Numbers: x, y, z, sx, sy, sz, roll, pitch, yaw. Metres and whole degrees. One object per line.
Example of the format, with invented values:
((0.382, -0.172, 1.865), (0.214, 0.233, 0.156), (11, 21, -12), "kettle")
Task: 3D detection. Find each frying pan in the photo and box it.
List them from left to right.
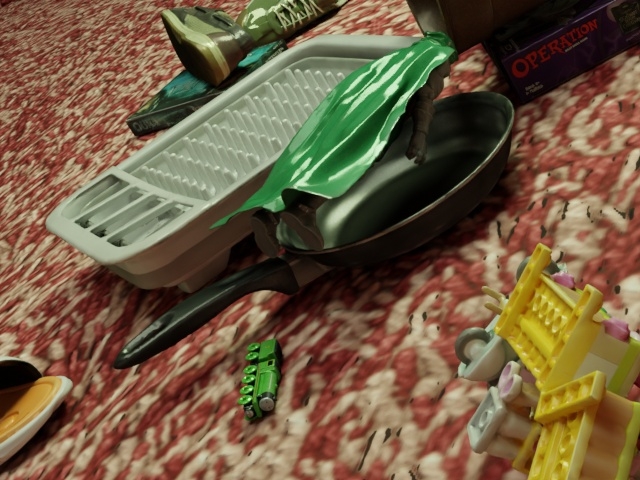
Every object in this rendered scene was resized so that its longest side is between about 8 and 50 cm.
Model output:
((0.021, -0.003, 0.919), (0.197, 0.053, 0.326), (-5, 35, 49), "frying pan")

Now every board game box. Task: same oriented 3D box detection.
((-0.137, -0.184, 1.571), (0.186, 0.026, 0.126), (-10, 29, 43), "board game box")
((0.231, -0.237, 1.167), (0.208, 0.056, 0.347), (-24, 21, 7), "board game box")

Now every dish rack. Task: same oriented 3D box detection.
((-0.068, -0.068, 1.156), (0.333, 0.072, 0.285), (-37, 21, -15), "dish rack")

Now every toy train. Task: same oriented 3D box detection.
((-0.037, 0.089, 0.840), (0.024, 0.017, 0.083), (-16, 23, 9), "toy train")

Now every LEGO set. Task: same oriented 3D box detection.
((0.123, 0.102, 0.529), (0.132, 0.107, 0.287), (-60, 11, 31), "LEGO set")

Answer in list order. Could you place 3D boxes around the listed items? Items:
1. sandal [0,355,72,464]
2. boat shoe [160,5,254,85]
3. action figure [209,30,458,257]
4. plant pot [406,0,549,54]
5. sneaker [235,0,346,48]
((-0.307, 0.133, 1.020), (0.265, 0.076, 0.102), (-13, 27, 39), "sandal")
((-0.133, -0.240, 1.555), (0.073, 0.080, 0.223), (-28, 25, -8), "boat shoe")
((0.034, -0.080, 0.929), (0.137, 0.063, 0.232), (-6, 35, 49), "action figure")
((0.145, -0.247, 1.043), (0.165, 0.167, 0.167), (-22, 21, 0), "plant pot")
((-0.020, -0.301, 1.619), (0.192, 0.064, 0.086), (-39, 17, -28), "sneaker")
